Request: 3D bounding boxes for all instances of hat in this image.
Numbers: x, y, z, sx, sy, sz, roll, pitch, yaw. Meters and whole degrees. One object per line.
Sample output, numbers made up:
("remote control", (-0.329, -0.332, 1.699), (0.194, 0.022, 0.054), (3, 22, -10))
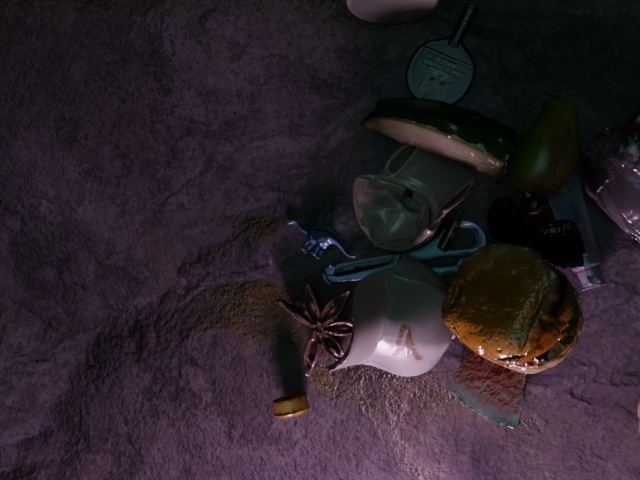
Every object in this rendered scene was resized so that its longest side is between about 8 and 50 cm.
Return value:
("hat", (0.205, -0.092, 1.299), (0.225, 0.164, 0.219), (-29, 57, -28))
("hat", (0.152, 0.180, 1.195), (0.168, 0.301, 0.258), (23, 108, 31))

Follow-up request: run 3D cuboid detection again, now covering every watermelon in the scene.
("watermelon", (0.380, 0.246, 1.255), (0.154, 0.094, 0.241), (21, 92, 22))

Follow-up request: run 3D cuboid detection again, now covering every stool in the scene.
("stool", (0.153, -0.588, 1.261), (0.195, 0.195, 0.199), (1, 88, 13))

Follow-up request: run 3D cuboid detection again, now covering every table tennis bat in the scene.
("table tennis bat", (0.280, -0.403, 1.316), (0.150, 0.027, 0.237), (27, 97, 12))

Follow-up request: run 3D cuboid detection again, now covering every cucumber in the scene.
("cucumber", (0.249, -0.241, 1.253), (0.325, 0.105, 0.145), (22, 61, 15))

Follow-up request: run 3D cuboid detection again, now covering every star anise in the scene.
("star anise", (0.012, 0.190, 1.343), (0.171, 0.063, 0.208), (-26, 80, 7))

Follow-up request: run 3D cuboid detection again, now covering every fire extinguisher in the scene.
("fire extinguisher", (0.270, -0.029, 1.270), (0.046, 0.032, 0.100), (26, 92, -3))

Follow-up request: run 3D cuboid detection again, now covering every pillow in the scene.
("pillow", (0.651, -0.082, 1.175), (0.335, 0.092, 0.162), (43, 128, 11))

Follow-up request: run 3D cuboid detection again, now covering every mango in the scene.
("mango", (0.467, -0.192, 1.227), (0.125, 0.111, 0.233), (29, 82, 0))

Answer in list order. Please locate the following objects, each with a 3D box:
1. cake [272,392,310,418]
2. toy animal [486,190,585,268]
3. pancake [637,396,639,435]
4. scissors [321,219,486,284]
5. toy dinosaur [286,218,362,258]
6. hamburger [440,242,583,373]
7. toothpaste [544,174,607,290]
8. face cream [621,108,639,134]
("cake", (-0.066, 0.370, 1.343), (0.084, 0.084, 0.044), (-16, 82, 12))
("toy animal", (0.415, -0.017, 1.189), (0.218, 0.179, 0.116), (32, 83, 32))
("pancake", (0.799, 0.328, 1.161), (0.355, 0.065, 0.357), (-1, 85, 14))
("scissors", (0.196, 0.060, 1.317), (0.392, 0.032, 0.180), (-7, 85, 11))
("toy dinosaur", (0.000, 0.000, 1.352), (0.197, 0.045, 0.080), (23, 77, 22))
("hamburger", (0.371, 0.134, 1.160), (0.244, 0.163, 0.245), (-13, 66, 29))
("toothpaste", (0.526, -0.015, 1.239), (0.089, 0.057, 0.234), (-18, 79, 13))
("face cream", (0.705, -0.177, 1.178), (0.214, 0.096, 0.096), (41, 97, 11))
